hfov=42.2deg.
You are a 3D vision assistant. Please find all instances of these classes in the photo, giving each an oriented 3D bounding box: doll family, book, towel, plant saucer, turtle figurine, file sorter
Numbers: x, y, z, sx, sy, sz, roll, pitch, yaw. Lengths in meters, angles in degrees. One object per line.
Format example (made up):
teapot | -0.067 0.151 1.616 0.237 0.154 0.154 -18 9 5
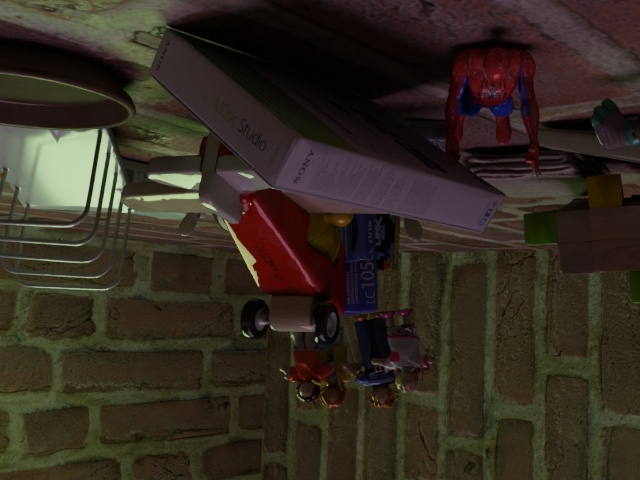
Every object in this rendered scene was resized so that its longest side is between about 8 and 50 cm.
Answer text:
doll family | 0.067 0.208 1.419 0.263 0.163 0.118 -8 175 13
book | 0.370 -0.125 1.108 0.144 0.035 0.096 12 -174 33
towel | 0.363 -0.108 1.370 0.187 0.049 0.282 1 176 29
plant saucer | -0.358 -0.177 0.972 0.278 0.041 0.278 2 175 0
turtle figurine | 0.399 -0.127 0.823 0.175 0.118 0.234 5 180 -28
file sorter | -0.408 -0.048 1.272 0.193 0.173 0.277 3 156 -2

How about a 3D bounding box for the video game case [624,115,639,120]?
video game case | 0.508 -0.143 1.051 0.173 0.022 0.190 8 173 -42

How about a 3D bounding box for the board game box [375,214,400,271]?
board game box | 0.098 -0.023 1.741 0.141 0.170 0.048 5 176 -31

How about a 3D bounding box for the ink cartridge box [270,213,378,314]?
ink cartridge box | 0.000 0.000 1.484 0.151 0.269 0.395 -1 176 -9

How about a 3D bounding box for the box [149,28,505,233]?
box | 0.014 -0.106 0.847 0.322 0.058 0.232 11 -155 -47

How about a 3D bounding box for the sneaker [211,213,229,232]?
sneaker | -0.076 -0.054 1.822 0.350 0.131 0.148 11 178 -27

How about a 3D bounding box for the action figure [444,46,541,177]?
action figure | 0.179 -0.119 0.887 0.092 0.139 0.280 1 172 8

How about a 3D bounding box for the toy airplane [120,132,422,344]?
toy airplane | -0.059 -0.062 1.150 0.386 0.272 0.384 28 144 -11

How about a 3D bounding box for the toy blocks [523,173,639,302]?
toy blocks | 0.535 -0.021 1.294 0.382 0.190 0.261 -4 -174 24

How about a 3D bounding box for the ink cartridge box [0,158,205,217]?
ink cartridge box | -0.467 -0.096 1.649 0.385 0.091 0.308 -3 172 39

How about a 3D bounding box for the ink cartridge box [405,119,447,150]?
ink cartridge box | 0.145 -0.143 1.170 0.063 0.029 0.115 2 174 -4
